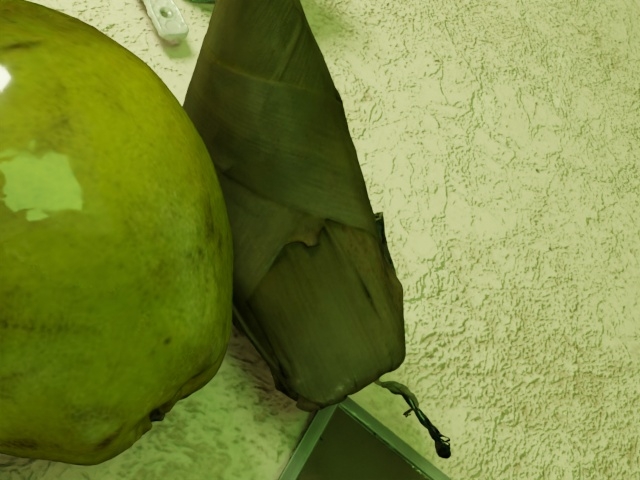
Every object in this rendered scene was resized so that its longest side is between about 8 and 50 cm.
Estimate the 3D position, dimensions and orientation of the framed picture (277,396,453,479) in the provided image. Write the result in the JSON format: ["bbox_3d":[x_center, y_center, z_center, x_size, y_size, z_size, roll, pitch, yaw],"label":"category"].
[{"bbox_3d":[0.035,0.319,0.885,0.231,0.018,0.293,40,48,-6],"label":"framed picture"}]

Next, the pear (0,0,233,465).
[{"bbox_3d":[-0.249,-0.020,0.720,0.413,0.352,0.352,45,48,12],"label":"pear"}]

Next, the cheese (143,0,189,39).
[{"bbox_3d":[-0.228,-0.354,1.116,0.127,0.050,0.255,-18,74,-39],"label":"cheese"}]

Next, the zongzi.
[{"bbox_3d":[0.000,0.000,0.828,0.181,0.418,0.447,-24,73,-19],"label":"zongzi"}]
